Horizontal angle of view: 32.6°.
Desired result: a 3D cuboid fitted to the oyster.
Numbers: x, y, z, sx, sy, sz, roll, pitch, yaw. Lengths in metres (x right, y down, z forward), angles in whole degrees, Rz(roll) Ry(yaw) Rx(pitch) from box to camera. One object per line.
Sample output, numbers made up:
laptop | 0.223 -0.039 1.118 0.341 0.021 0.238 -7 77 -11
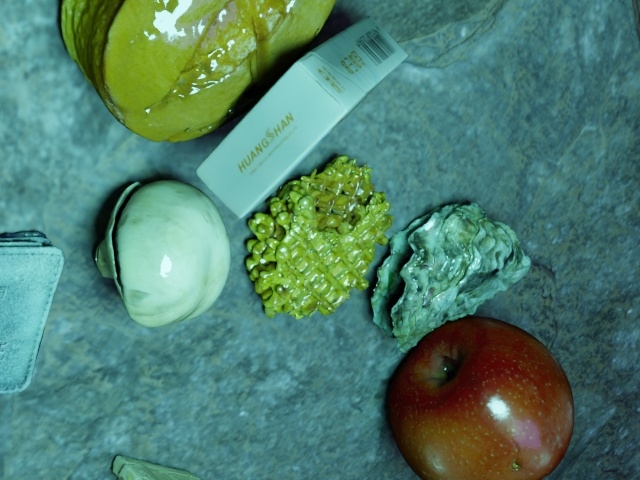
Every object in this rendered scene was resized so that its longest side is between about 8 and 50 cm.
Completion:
oyster | 0.179 0.042 1.460 0.268 0.112 0.198 -39 140 -24

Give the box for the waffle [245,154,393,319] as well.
waffle | 0.000 0.000 1.268 0.193 0.070 0.197 -29 136 -29

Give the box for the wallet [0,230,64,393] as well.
wallet | -0.343 0.071 0.982 0.222 0.036 0.167 0 117 -46

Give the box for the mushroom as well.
mushroom | -0.158 0.015 1.080 0.154 0.122 0.154 -3 90 -72

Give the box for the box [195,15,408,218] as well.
box | -0.012 -0.124 1.039 0.149 0.067 0.233 -46 -178 28

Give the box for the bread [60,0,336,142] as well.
bread | -0.095 -0.211 0.952 0.269 0.143 0.195 -48 144 -11

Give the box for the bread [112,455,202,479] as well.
bread | -0.200 0.323 1.290 0.152 0.077 0.105 31 92 -51

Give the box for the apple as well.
apple | 0.224 0.235 1.537 0.260 0.260 0.216 -45 117 -13
